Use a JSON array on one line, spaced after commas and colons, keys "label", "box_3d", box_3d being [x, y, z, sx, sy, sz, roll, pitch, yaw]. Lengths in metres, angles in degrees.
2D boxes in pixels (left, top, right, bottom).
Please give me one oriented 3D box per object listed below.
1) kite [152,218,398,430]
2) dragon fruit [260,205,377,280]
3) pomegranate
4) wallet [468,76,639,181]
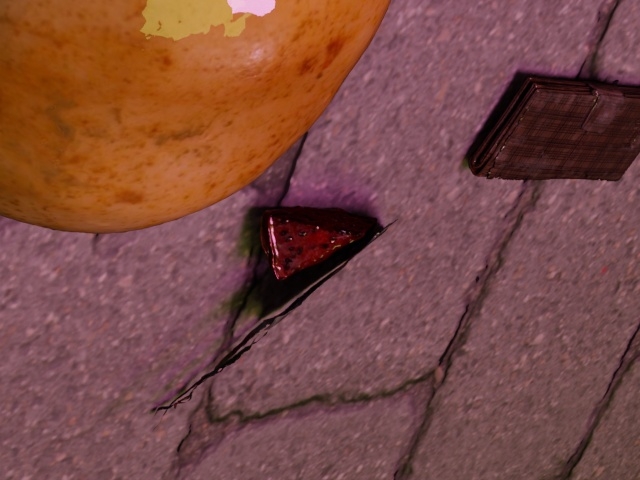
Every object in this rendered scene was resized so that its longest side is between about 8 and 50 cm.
[{"label": "kite", "box_3d": [-0.046, 0.077, 1.783, 0.310, 0.015, 0.169, -40, 180, -1]}, {"label": "dragon fruit", "box_3d": [-0.001, 0.004, 1.758, 0.131, 0.097, 0.063, -32, 133, -74]}, {"label": "pomegranate", "box_3d": [-0.157, -0.201, 1.121, 0.417, 0.416, 0.416, -25, 142, -21]}, {"label": "wallet", "box_3d": [0.259, -0.112, 1.902, 0.230, 0.042, 0.124, 2, 131, -43]}]
